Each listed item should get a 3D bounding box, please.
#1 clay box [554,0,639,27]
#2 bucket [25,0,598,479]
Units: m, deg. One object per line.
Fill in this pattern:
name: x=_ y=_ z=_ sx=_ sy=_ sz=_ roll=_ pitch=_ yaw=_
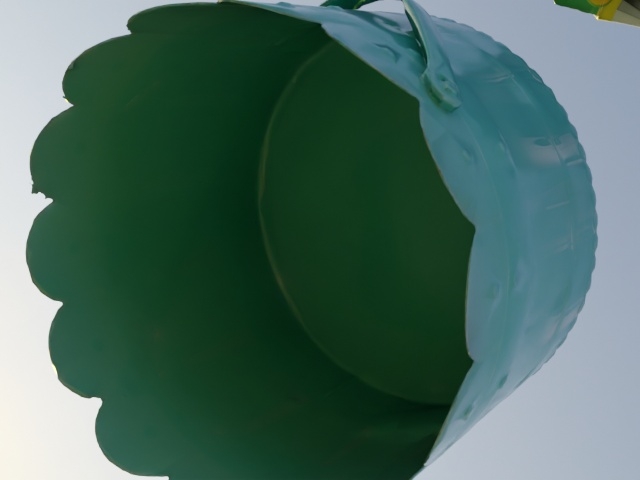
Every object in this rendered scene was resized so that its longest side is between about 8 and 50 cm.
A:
clay box: x=0.274 y=-0.196 z=0.738 sx=0.053 sy=0.222 sz=0.127 roll=-82 pitch=-175 yaw=-69
bucket: x=0.000 y=0.000 z=0.593 sx=0.281 sy=0.183 sz=0.281 roll=9 pitch=-74 yaw=34
